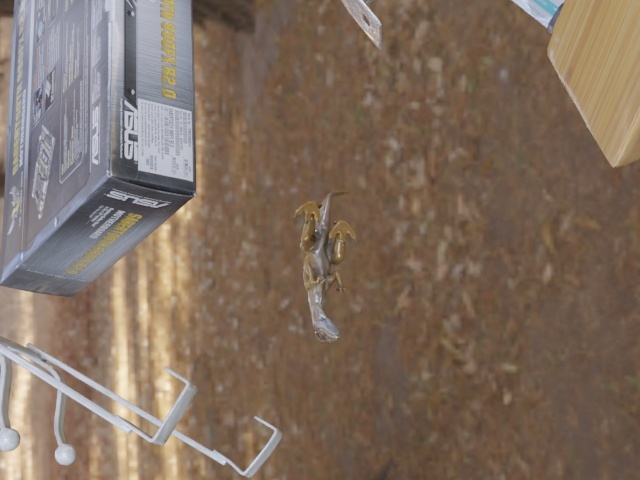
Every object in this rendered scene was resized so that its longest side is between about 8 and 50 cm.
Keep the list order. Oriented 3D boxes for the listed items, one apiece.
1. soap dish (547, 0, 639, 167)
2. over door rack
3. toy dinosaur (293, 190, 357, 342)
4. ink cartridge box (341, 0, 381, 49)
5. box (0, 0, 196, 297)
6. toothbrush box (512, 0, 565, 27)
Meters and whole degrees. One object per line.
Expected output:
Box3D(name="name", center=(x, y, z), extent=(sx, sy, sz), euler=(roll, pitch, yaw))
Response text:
Box3D(name="soap dish", center=(0.249, -0.196, 0.588), extent=(0.118, 0.229, 0.291), euler=(40, 134, 28))
Box3D(name="over door rack", center=(-0.228, 0.150, 0.999), extent=(0.239, 0.324, 0.108), euler=(49, -123, -66))
Box3D(name="toy dinosaur", center=(0.000, 0.000, 1.139), extent=(0.112, 0.064, 0.211), euler=(103, 175, -57))
Box3D(name="ink cartridge box", center=(0.019, -0.265, 0.930), extent=(0.198, 0.067, 0.115), euler=(57, -177, 3))
Box3D(name="box", center=(-0.145, -0.101, 0.710), extent=(0.183, 0.056, 0.231), euler=(-35, 52, 50))
Box3D(name="toothbrush box", center=(0.336, -0.205, 0.916), extent=(0.216, 0.295, 0.126), euler=(52, 134, 41))
